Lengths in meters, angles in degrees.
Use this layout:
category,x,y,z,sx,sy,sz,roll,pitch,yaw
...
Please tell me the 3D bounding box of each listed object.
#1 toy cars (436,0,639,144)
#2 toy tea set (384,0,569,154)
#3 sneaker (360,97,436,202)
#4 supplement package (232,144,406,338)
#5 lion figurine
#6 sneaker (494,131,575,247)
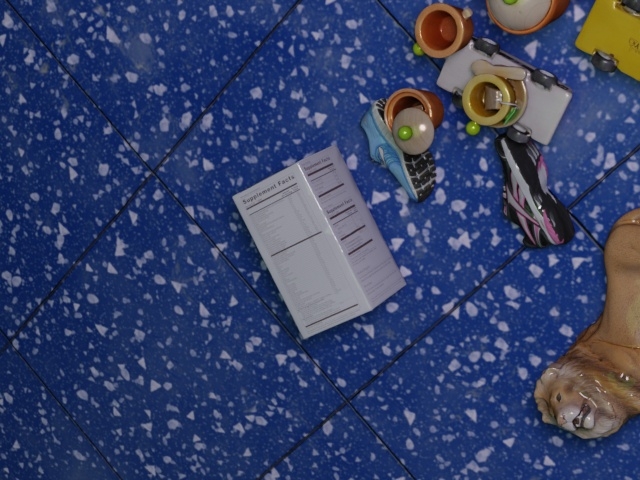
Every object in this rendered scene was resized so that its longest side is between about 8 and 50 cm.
category,x,y,z,sx,sy,sz,roll,pitch,yaw
toy cars,0.349,-0.230,1.616,0.393,0.087,0.177,-11,95,33
toy tea set,0.190,-0.252,1.581,0.200,0.124,0.336,30,115,23
sneaker,0.113,-0.128,1.792,0.073,0.063,0.162,-31,85,49
supplement package,0.000,0.000,1.834,0.139,0.134,0.244,-25,93,31
lion figurine,0.436,0.093,1.651,0.240,0.142,0.392,14,97,32
sneaker,0.282,-0.065,1.707,0.077,0.072,0.178,-26,86,42
